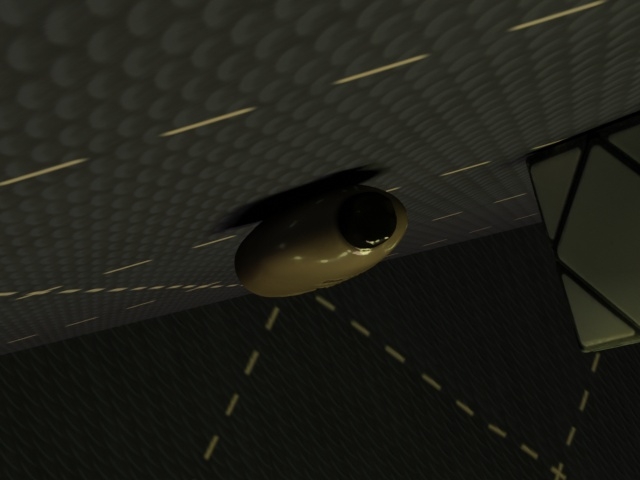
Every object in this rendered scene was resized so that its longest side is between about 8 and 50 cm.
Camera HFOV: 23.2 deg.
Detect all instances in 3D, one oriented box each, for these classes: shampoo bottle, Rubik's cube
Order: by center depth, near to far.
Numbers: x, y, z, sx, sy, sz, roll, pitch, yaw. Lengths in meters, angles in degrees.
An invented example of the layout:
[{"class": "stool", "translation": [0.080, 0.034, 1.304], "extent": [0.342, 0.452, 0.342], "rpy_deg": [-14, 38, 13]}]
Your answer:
[{"class": "shampoo bottle", "translation": [0.000, 0.000, 1.302], "extent": [0.127, 0.078, 0.257], "rpy_deg": [-13, 175, -20]}, {"class": "Rubik's cube", "translation": [0.353, -0.022, 1.472], "extent": [0.205, 0.205, 0.207], "rpy_deg": [-13, 176, -36]}]
